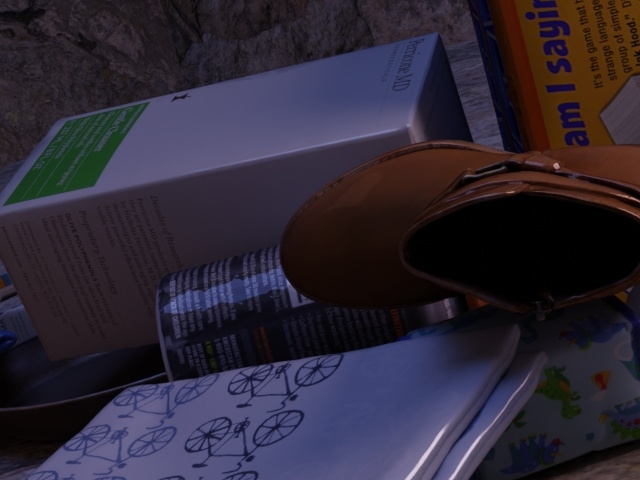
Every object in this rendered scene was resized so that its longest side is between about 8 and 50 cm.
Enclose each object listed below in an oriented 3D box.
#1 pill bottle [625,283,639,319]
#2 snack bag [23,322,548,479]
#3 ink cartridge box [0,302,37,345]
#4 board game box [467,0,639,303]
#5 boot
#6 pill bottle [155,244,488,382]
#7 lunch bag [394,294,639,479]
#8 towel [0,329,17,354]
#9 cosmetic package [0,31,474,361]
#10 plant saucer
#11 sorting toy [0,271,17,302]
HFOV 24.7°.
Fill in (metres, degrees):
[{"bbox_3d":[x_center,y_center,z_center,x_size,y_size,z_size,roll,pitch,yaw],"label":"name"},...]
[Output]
[{"bbox_3d":[0.277,0.026,0.906,0.180,0.108,0.108,-25,15,-35],"label":"pill bottle"},{"bbox_3d":[-0.086,0.161,0.754,0.323,0.037,0.342,-11,23,40],"label":"snack bag"},{"bbox_3d":[-0.313,0.072,1.613,0.232,0.066,0.189,-6,15,23],"label":"ink cartridge box"},{"bbox_3d":[0.315,-0.179,1.194,0.356,0.356,0.356,-15,12,5],"label":"board game box"},{"bbox_3d":[0.077,0.005,0.847,0.284,0.109,0.220,-3,9,20],"label":"boot"},{"bbox_3d":[0.015,0.057,1.053,0.246,0.130,0.130,-15,12,5],"label":"pill bottle"},{"bbox_3d":[0.120,0.079,0.900,0.129,0.096,0.151,-18,21,-7],"label":"lunch bag"},{"bbox_3d":[-0.402,0.136,1.357,0.209,0.034,0.285,-24,5,-24],"label":"towel"},{"bbox_3d":[-0.063,-0.034,1.219,0.366,0.155,0.197,-12,26,17],"label":"cosmetic package"},{"bbox_3d":[-0.159,0.104,1.270,0.311,0.050,0.310,-16,12,4],"label":"plant saucer"},{"bbox_3d":[-0.413,0.079,1.645,0.193,0.038,0.208,-24,7,11],"label":"sorting toy"}]
